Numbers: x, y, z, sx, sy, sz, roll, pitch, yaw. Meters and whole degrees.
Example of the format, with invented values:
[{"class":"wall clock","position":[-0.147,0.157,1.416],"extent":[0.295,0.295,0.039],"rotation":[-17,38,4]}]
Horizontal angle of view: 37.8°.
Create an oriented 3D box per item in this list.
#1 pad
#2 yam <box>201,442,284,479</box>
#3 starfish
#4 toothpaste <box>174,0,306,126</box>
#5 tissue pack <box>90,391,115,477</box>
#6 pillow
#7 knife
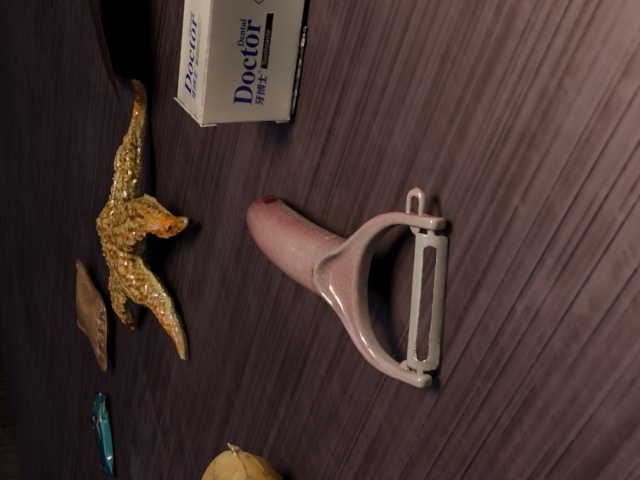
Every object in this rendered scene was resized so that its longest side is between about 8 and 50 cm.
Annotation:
[{"class":"pad","position":[-0.273,-0.354,1.179],"extent":[0.375,0.063,0.314],"rotation":[-132,29,-66]},{"class":"yam","position":[0.001,0.284,0.683],"extent":[0.371,0.083,0.083],"rotation":[46,135,52]},{"class":"starfish","position":[-0.233,0.014,1.165],"extent":[0.347,0.078,0.357],"rotation":[57,144,41]},{"class":"toothpaste","position":[-0.050,-0.241,0.688],"extent":[0.071,0.089,0.312],"rotation":[44,133,48]},{"class":"tissue pack","position":[-0.363,0.323,1.556],"extent":[0.085,0.028,0.138],"rotation":[-6,92,65]},{"class":"pillow","position":[-0.373,0.116,1.528],"extent":[0.217,0.033,0.130],"rotation":[-137,47,-56]},{"class":"knife","position":[-0.002,0.000,0.674],"extent":[0.278,0.053,0.123],"rotation":[28,114,60]}]
